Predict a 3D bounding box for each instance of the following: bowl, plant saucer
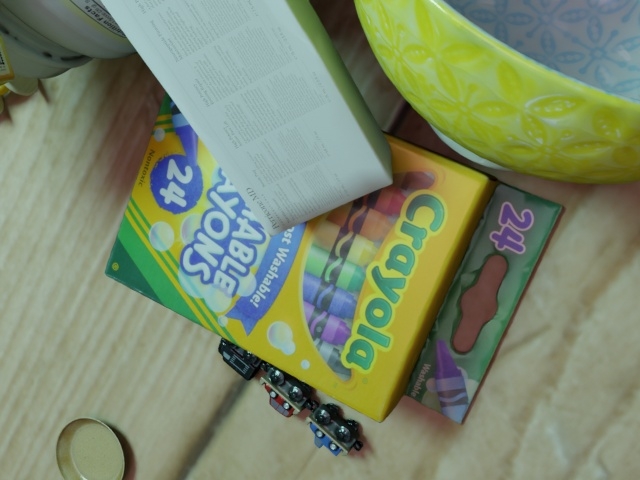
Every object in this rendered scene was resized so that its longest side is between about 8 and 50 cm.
[{"bbox_3d":[0.143,-0.137,0.447,0.289,0.289,0.156,40,148,13],"label":"bowl"},{"bbox_3d":[-0.228,0.216,0.694,0.083,0.015,0.083,1,94,19],"label":"plant saucer"}]

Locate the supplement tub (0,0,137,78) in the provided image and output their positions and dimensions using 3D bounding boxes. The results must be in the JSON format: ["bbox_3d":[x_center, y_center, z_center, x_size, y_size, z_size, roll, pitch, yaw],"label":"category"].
[{"bbox_3d":[-0.133,-0.282,0.509,0.325,0.235,0.235,-23,86,20],"label":"supplement tub"}]

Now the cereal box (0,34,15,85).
[{"bbox_3d":[-0.304,-0.201,0.443,0.173,0.047,0.240,-6,104,30],"label":"cereal box"}]

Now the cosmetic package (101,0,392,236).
[{"bbox_3d":[-0.051,-0.122,0.435,0.099,0.060,0.239,-24,120,17],"label":"cosmetic package"}]

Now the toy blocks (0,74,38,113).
[{"bbox_3d":[-0.370,-0.171,0.698,0.148,0.054,0.123,-24,86,20],"label":"toy blocks"}]

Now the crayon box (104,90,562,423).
[{"bbox_3d":[0.000,0.000,0.562,0.323,0.083,0.203,25,101,16],"label":"crayon box"}]

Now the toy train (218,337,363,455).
[{"bbox_3d":[-0.029,0.136,0.611,0.158,0.027,0.036,37,108,14],"label":"toy train"}]
